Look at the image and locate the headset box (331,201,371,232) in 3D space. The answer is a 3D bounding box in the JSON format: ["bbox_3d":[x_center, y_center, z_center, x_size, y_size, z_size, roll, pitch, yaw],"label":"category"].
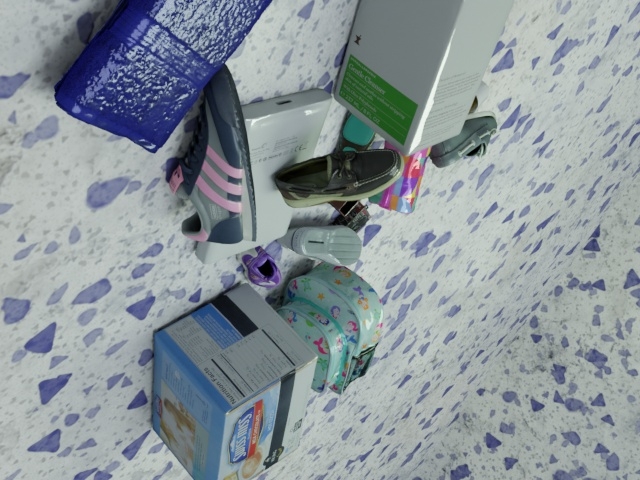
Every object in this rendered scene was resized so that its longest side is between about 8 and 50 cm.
[{"bbox_3d":[0.070,-0.046,1.905,0.083,0.032,0.062,-44,154,-3],"label":"headset box"}]

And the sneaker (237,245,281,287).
[{"bbox_3d":[-0.110,0.060,1.733,0.068,0.071,0.170,-45,155,-6],"label":"sneaker"}]

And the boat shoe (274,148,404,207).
[{"bbox_3d":[0.028,-0.111,1.510,0.224,0.080,0.073,-13,153,20],"label":"boat shoe"}]

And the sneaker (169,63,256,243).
[{"bbox_3d":[-0.171,-0.117,1.362,0.131,0.112,0.318,-6,129,-3],"label":"sneaker"}]

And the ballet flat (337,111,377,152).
[{"bbox_3d":[0.070,-0.191,1.685,0.070,0.070,0.188,-21,145,-43],"label":"ballet flat"}]

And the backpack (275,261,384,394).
[{"bbox_3d":[0.011,0.181,1.917,0.191,0.225,0.253,-24,142,-49],"label":"backpack"}]

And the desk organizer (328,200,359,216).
[{"bbox_3d":[0.068,-0.114,1.785,0.130,0.050,0.047,-48,155,0],"label":"desk organizer"}]

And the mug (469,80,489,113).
[{"bbox_3d":[0.319,-0.311,1.906,0.064,0.078,0.062,-39,122,-36],"label":"mug"}]

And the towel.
[{"bbox_3d":[-0.194,-0.268,1.154,0.308,0.076,0.228,-51,161,5],"label":"towel"}]

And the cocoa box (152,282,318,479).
[{"bbox_3d":[-0.181,0.307,1.784,0.228,0.231,0.347,-29,148,-32],"label":"cocoa box"}]

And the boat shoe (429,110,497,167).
[{"bbox_3d":[0.298,-0.208,1.885,0.116,0.099,0.319,-21,178,30],"label":"boat shoe"}]

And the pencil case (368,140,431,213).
[{"bbox_3d":[0.162,-0.169,1.727,0.104,0.104,0.236,-15,123,-48],"label":"pencil case"}]

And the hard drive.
[{"bbox_3d":[-0.100,-0.109,1.547,0.203,0.040,0.307,-22,144,-42],"label":"hard drive"}]

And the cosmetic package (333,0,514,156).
[{"bbox_3d":[0.174,-0.349,1.457,0.155,0.197,0.365,-25,145,-37],"label":"cosmetic package"}]

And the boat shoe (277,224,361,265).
[{"bbox_3d":[0.000,0.000,1.820,0.226,0.076,0.083,18,85,-55],"label":"boat shoe"}]
